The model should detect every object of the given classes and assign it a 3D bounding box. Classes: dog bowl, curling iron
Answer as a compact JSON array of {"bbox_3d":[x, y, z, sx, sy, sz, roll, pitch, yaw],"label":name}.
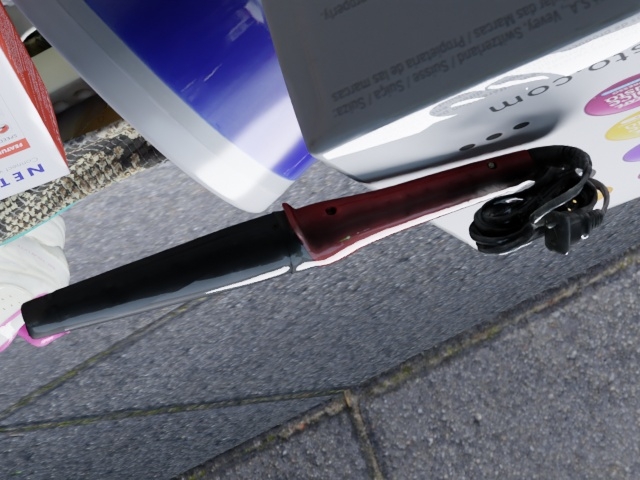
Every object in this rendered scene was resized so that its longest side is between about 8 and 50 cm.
[{"bbox_3d":[-0.088,-0.146,0.928,0.104,0.265,0.265,-43,161,8],"label":"dog bowl"},{"bbox_3d":[0.000,0.000,0.726,0.274,0.035,0.068,-12,-157,-5],"label":"curling iron"}]

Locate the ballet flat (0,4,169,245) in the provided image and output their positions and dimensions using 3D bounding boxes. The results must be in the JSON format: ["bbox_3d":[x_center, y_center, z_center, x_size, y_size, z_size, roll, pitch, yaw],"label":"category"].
[{"bbox_3d":[-0.141,-0.133,1.190,0.482,0.164,0.182,-23,144,18],"label":"ballet flat"}]

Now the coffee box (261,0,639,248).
[{"bbox_3d":[0.148,-0.225,0.833,0.337,0.338,0.334,-22,165,15],"label":"coffee box"}]

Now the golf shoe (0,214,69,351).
[{"bbox_3d":[-0.341,0.034,1.506,0.115,0.140,0.306,-28,162,33],"label":"golf shoe"}]

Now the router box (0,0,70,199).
[{"bbox_3d":[-0.360,-0.092,0.990,0.335,0.082,0.301,-20,149,-2],"label":"router box"}]
